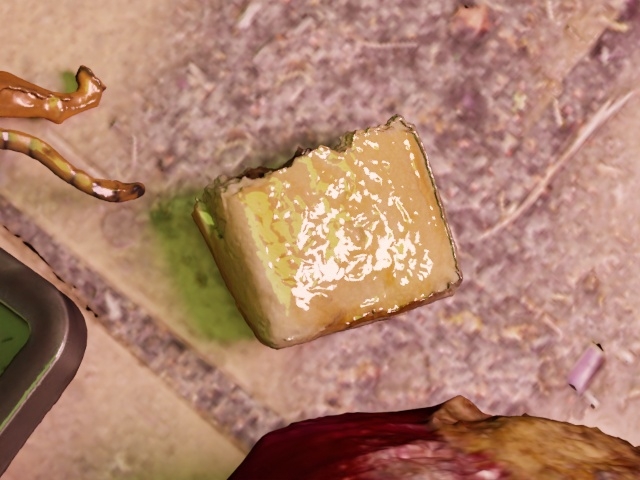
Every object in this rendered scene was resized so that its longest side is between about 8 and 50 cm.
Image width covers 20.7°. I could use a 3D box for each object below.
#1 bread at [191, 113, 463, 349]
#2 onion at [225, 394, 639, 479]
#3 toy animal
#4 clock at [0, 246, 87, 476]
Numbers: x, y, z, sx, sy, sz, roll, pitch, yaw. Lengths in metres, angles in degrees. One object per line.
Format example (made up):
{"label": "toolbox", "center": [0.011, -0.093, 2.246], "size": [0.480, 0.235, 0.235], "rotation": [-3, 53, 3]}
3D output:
{"label": "bread", "center": [0.001, 0.000, 0.941], "size": [0.125, 0.082, 0.106], "rotation": [-18, 94, -17]}
{"label": "onion", "center": [0.068, 0.302, 0.784], "size": [0.398, 0.398, 0.420], "rotation": [22, 103, -1]}
{"label": "toy animal", "center": [-0.204, -0.091, 0.916], "size": [0.255, 0.114, 0.116], "rotation": [33, 78, 2]}
{"label": "clock", "center": [-0.283, 0.084, 0.876], "size": [0.279, 0.049, 0.273], "rotation": [33, 81, 28]}
